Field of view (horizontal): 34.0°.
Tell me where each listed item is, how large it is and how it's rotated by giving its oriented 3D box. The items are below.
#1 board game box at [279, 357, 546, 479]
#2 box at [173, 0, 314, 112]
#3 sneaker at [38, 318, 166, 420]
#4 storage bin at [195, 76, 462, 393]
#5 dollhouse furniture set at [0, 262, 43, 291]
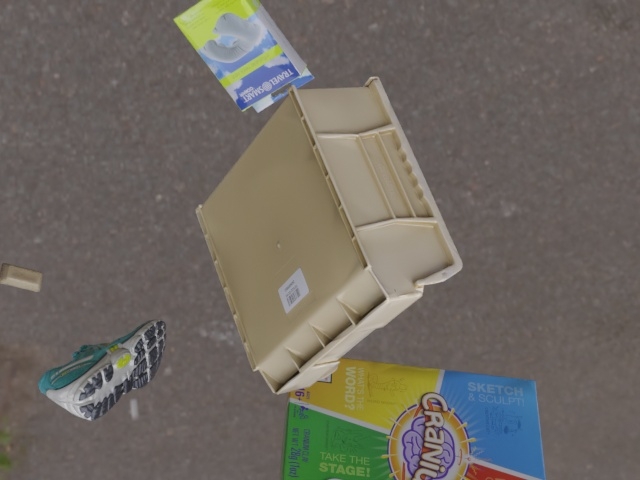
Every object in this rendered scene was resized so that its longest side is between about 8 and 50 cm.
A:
[{"bbox_3d":[0.111,0.267,1.275,0.317,0.242,0.064,7,139,-5],"label":"board game box"},{"bbox_3d":[-0.103,-0.260,1.426,0.109,0.042,0.178,-27,112,26],"label":"box"},{"bbox_3d":[-0.345,0.192,1.714,0.110,0.275,0.107,16,113,23],"label":"sneaker"},{"bbox_3d":[0.000,0.000,1.173,0.123,0.260,0.262,-6,154,-37],"label":"storage bin"},{"bbox_3d":[-0.492,0.074,1.599,0.114,0.090,0.081,17,160,-31],"label":"dollhouse furniture set"}]
